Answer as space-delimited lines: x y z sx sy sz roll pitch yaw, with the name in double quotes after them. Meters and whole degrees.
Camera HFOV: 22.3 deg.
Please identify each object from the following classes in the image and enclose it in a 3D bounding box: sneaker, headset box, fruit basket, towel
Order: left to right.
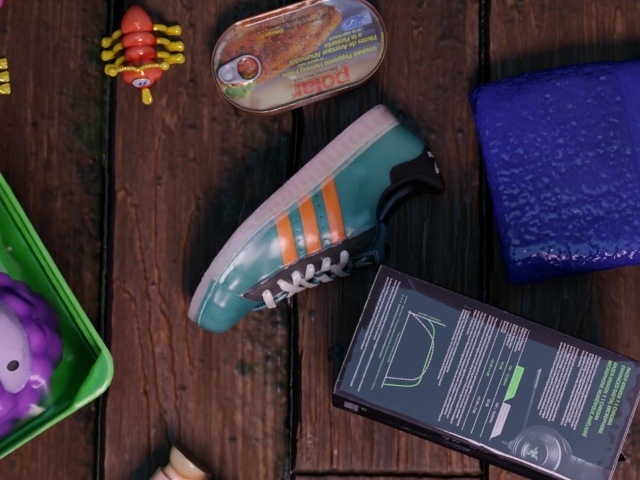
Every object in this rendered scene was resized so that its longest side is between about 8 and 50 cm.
-0.399 0.051 1.527 0.283 0.392 0.392 -33 83 1 "fruit basket"
0.000 0.000 1.657 0.302 0.108 0.121 -44 79 -6 "sneaker"
0.164 0.145 1.565 0.283 0.246 0.131 20 82 3 "headset box"
0.322 -0.079 1.685 0.308 0.076 0.227 -9 75 0 "towel"

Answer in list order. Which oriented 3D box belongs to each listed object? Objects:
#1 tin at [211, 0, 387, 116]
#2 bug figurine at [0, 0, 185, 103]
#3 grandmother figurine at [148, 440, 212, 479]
-0.022 -0.196 1.722 0.190 0.040 0.106 -17 78 -1 "tin"
-0.293 -0.232 1.715 0.279 0.072 0.216 -12 82 0 "bug figurine"
-0.213 0.375 1.619 0.342 0.104 0.208 -48 56 -2 "grandmother figurine"
